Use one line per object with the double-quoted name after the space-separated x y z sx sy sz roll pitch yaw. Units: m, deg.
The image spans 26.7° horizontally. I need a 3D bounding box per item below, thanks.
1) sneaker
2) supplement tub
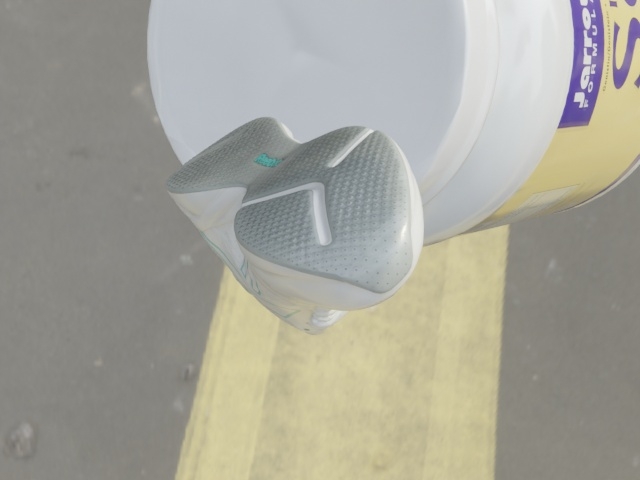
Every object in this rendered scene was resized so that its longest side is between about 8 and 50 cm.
0.000 0.000 0.413 0.053 0.061 0.152 -34 18 -10 "sneaker"
0.072 -0.120 0.851 0.241 0.241 0.331 39 24 21 "supplement tub"
